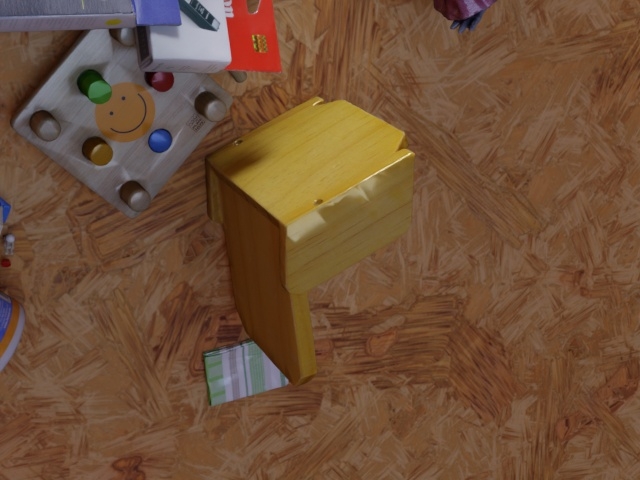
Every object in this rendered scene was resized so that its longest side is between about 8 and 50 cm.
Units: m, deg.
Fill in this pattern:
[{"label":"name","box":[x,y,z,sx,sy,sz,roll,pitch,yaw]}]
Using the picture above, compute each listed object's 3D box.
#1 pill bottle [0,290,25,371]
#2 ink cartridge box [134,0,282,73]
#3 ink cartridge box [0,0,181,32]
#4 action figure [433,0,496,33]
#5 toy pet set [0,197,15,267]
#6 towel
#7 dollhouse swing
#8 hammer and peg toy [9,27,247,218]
[{"label":"pill bottle","box":[-0.591,0.097,1.759,0.272,0.152,0.152,35,92,-33]},{"label":"ink cartridge box","box":[-0.164,-0.383,1.748,0.239,0.060,0.275,-4,81,-31]},{"label":"ink cartridge box","box":[-0.344,-0.435,1.589,0.307,0.072,0.303,-8,84,-25]},{"label":"action figure","box":[0.212,-0.527,1.855,0.276,0.248,0.370,-30,123,-14]},{"label":"toy pet set","box":[-0.525,-0.020,1.814,0.122,0.065,0.114,6,142,-25]},{"label":"towel","box":[-0.131,0.231,2.118,0.152,0.023,0.113,-15,115,-21]},{"label":"dollhouse swing","box":[0.000,0.000,1.898,0.315,0.347,0.305,-30,119,-13]},{"label":"hammer and peg toy","box":[-0.258,-0.234,1.807,0.361,0.127,0.266,-49,122,-1]}]
